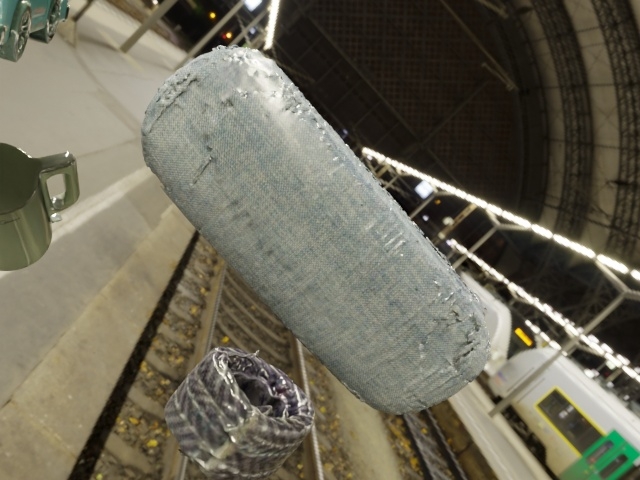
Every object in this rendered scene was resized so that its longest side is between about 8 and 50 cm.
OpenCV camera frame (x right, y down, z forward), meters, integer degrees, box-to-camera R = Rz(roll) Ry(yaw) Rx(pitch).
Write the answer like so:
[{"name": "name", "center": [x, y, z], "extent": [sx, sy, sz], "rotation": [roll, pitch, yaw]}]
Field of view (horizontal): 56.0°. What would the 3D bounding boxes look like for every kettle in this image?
[{"name": "kettle", "center": [-0.348, -0.036, 0.685], "extent": [0.126, 0.148, 0.098], "rotation": [10, 62, -17]}]

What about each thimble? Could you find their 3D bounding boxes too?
[{"name": "thimble", "center": [-0.060, 0.131, 0.456], "extent": [0.095, 0.066, 0.104], "rotation": [41, 9, 19]}]

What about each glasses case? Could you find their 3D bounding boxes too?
[{"name": "glasses case", "center": [0.000, 0.000, 0.399], "extent": [0.282, 0.109, 0.067], "rotation": [48, 13, -7]}]

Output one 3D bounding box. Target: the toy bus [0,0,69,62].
[{"name": "toy bus", "center": [-0.282, -0.258, 0.499], "extent": [0.133, 0.165, 0.271], "rotation": [15, 20, -18]}]
